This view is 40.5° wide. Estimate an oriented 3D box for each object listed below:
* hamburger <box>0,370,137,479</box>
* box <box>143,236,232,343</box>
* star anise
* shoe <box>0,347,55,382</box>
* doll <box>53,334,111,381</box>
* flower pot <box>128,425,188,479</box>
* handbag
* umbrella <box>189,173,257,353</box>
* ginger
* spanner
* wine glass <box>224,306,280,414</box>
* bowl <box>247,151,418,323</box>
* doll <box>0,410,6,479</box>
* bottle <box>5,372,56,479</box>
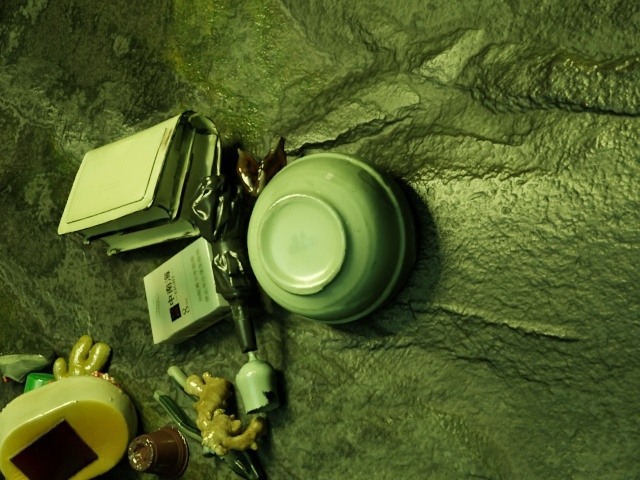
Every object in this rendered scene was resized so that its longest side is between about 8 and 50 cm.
[{"bbox_3d":[-0.531,0.404,1.815,0.295,0.151,0.227,-22,105,-8],"label":"hamburger"},{"bbox_3d":[-0.260,0.103,1.750,0.243,0.067,0.155,-30,64,43],"label":"box"},{"bbox_3d":[-0.106,-0.065,1.688,0.288,0.088,0.288,-1,88,45],"label":"star anise"},{"bbox_3d":[-0.689,0.297,2.048,0.194,0.074,0.077,-6,90,36],"label":"shoe"},{"bbox_3d":[-0.536,0.318,1.936,0.137,0.097,0.210,27,81,4],"label":"doll"},{"bbox_3d":[-0.337,0.432,1.760,0.111,0.089,0.111,-7,78,34],"label":"flower pot"},{"bbox_3d":[-0.370,-0.115,1.806,0.358,0.160,0.237,-11,64,44],"label":"handbag"},{"bbox_3d":[-0.169,0.042,1.624,0.118,0.118,0.340,-15,85,32],"label":"umbrella"},{"bbox_3d":[-0.192,0.331,1.658,0.193,0.176,0.053,15,120,10],"label":"ginger"},{"bbox_3d":[-0.222,0.372,1.722,0.325,0.040,0.096,36,102,35],"label":"spanner"},{"bbox_3d":[-0.129,0.230,1.658,0.079,0.079,0.196,-25,68,29],"label":"wine glass"},{"bbox_3d":[0.000,0.000,1.512,0.307,0.163,0.307,3,96,24],"label":"bowl"},{"bbox_3d":[-0.800,0.522,2.033,0.152,0.196,0.256,4,77,-2],"label":"doll"},{"bbox_3d":[-0.653,0.471,1.972,0.093,0.093,0.330,9,87,36],"label":"bottle"}]
